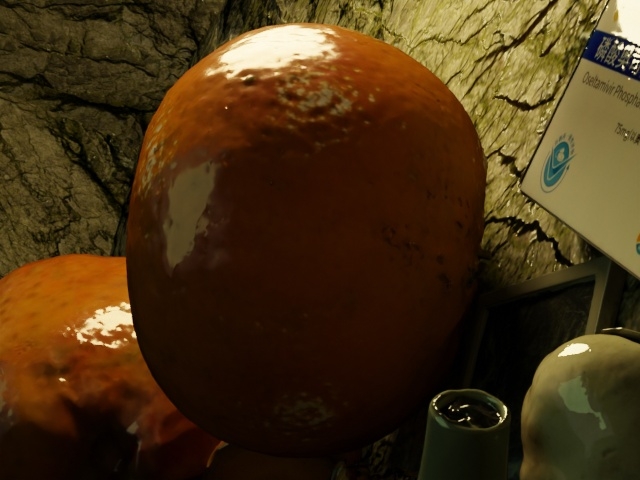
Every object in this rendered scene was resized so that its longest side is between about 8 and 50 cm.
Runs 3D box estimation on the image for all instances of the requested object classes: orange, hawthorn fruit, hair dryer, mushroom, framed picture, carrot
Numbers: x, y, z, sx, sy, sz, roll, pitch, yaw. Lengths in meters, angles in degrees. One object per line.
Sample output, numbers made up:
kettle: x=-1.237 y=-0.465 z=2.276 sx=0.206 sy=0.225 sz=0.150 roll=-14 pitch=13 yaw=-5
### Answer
orange: x=0.000 y=0.000 z=1.308 sx=0.424 sy=0.326 sz=0.423 roll=2 pitch=-90 yaw=-76
hawthorn fruit: x=-0.250 y=0.239 z=1.666 sx=0.471 sy=0.472 sz=0.471 roll=-58 pitch=19 yaw=34
hair dryer: x=0.122 y=0.251 z=0.917 sx=0.298 sy=0.119 sz=0.295 roll=-172 pitch=73 yaw=-66
mushroom: x=0.200 y=0.138 z=0.930 sx=0.154 sy=0.122 sz=0.154 roll=12 pitch=107 yaw=45
framed picture: x=0.160 y=0.180 z=1.169 sx=0.240 sy=0.020 sz=0.324 roll=-24 pitch=47 yaw=67
carrot: x=-0.026 y=0.211 z=1.504 sx=0.159 sy=0.159 sz=0.225 roll=-58 pitch=6 yaw=33

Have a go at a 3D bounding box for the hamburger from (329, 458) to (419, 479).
hamburger: x=0.029 y=0.303 z=1.219 sx=0.231 sy=0.107 sz=0.231 roll=-166 pitch=90 yaw=-83

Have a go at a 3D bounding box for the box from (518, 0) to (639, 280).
box: x=0.271 y=-0.074 z=1.044 sx=0.200 sy=0.065 sz=0.343 roll=-66 pitch=16 yaw=10
